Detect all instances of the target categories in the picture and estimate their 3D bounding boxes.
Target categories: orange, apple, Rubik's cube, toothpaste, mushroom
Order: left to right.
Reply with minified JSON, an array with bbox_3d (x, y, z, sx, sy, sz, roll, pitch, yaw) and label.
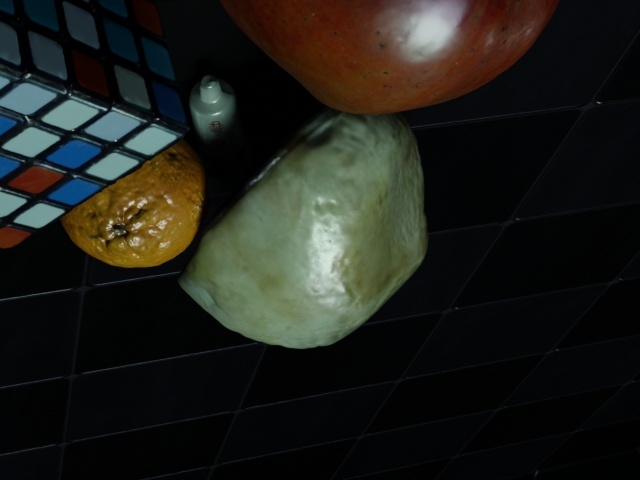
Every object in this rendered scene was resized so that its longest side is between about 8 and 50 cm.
[{"bbox_3d":[-0.221,-0.123,0.868,0.184,0.187,0.182,-27,155,28],"label":"Rubik's cube"},{"bbox_3d":[-0.162,-0.038,1.160,0.135,0.136,0.117,-33,-173,33],"label":"orange"},{"bbox_3d":[-0.087,-0.088,1.217,0.060,0.038,0.233,-12,159,-2],"label":"toothpaste"},{"bbox_3d":[0.000,0.001,1.197,0.267,0.164,0.189,-44,-179,25],"label":"mushroom"},{"bbox_3d":[0.043,-0.187,0.864,0.234,0.234,0.234,-14,156,-6],"label":"apple"}]
